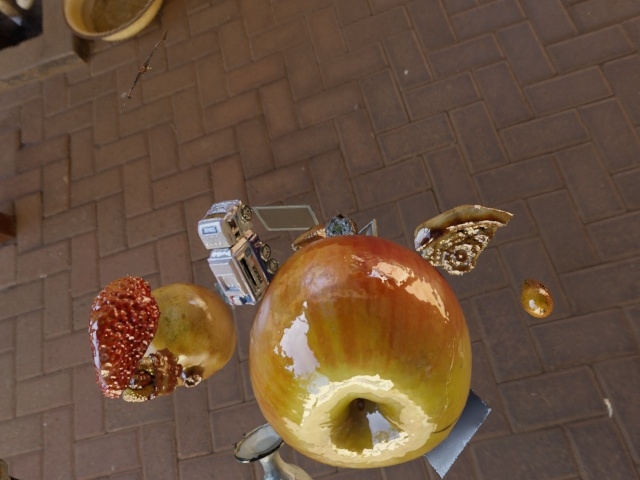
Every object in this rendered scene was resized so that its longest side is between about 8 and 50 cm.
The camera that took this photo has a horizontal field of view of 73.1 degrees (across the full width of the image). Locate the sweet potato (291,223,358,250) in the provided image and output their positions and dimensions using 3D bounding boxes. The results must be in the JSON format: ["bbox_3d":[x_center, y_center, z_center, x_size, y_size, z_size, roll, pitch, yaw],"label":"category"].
[{"bbox_3d":[0.000,-0.003,1.646,0.131,0.336,0.131,8,101,43],"label":"sweet potato"}]

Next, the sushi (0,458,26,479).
[{"bbox_3d":[-0.381,0.403,0.423,0.176,0.417,0.417,-24,71,-21],"label":"sushi"}]

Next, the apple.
[{"bbox_3d":[0.048,0.130,0.539,0.286,0.286,0.233,-13,29,6],"label":"apple"}]

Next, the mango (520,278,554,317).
[{"bbox_3d":[0.677,0.177,1.343,0.084,0.159,0.105,-33,99,35],"label":"mango"}]

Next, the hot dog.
[{"bbox_3d":[-0.487,0.402,1.281,0.103,0.213,0.146,3,89,18],"label":"hot dog"}]

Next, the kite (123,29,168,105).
[{"bbox_3d":[-0.352,-0.349,0.874,0.010,0.160,0.183,31,97,-25],"label":"kite"}]

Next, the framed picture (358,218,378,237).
[{"bbox_3d":[0.188,0.003,1.849,0.015,0.203,0.150,40,117,-19],"label":"framed picture"}]

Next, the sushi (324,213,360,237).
[{"bbox_3d":[0.068,-0.019,1.269,0.094,0.084,0.098,-25,67,11],"label":"sushi"}]

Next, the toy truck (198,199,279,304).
[{"bbox_3d":[-0.234,0.035,1.187,0.124,0.268,0.155,-6,31,30],"label":"toy truck"}]

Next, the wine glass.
[{"bbox_3d":[-0.101,0.703,1.213,0.190,0.190,0.357,-24,97,3],"label":"wine glass"}]

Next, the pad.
[{"bbox_3d":[0.419,0.607,1.446,0.202,0.005,0.300,45,112,52],"label":"pad"}]

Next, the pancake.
[{"bbox_3d":[0.384,-0.014,1.229,0.212,0.056,0.257,25,115,-6],"label":"pancake"}]

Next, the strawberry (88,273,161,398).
[{"bbox_3d":[-0.411,0.170,0.855,0.175,0.107,0.236,-38,48,10],"label":"strawberry"}]

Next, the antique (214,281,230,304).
[{"bbox_3d":[-0.259,0.134,1.433,0.183,0.086,0.088,-31,91,43],"label":"antique"}]

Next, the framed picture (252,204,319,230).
[{"bbox_3d":[-0.136,-0.095,1.808,0.252,0.197,0.014,0,62,15],"label":"framed picture"}]

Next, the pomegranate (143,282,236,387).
[{"bbox_3d":[-0.517,0.362,1.630,0.416,0.416,0.417,-3,75,9],"label":"pomegranate"}]
